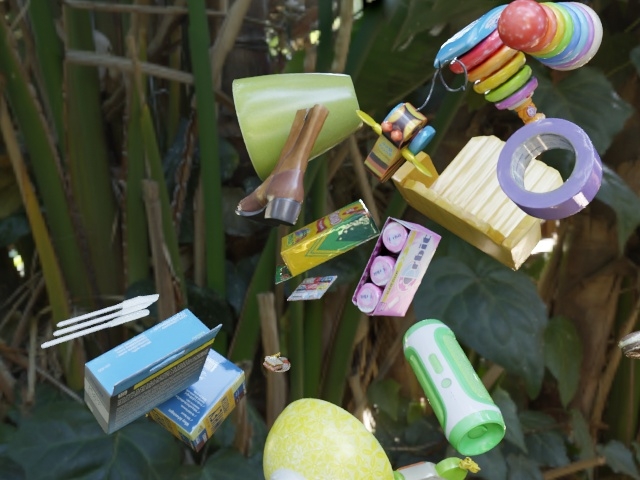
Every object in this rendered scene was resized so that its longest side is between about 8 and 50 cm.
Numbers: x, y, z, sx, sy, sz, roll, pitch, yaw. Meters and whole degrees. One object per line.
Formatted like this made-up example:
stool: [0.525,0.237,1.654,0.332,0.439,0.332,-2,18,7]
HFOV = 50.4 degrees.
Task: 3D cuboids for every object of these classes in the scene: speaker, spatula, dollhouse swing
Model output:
speaker: [0.280,0.308,1.461,0.131,0.131,0.296,-3,37,-17]
spatula: [-0.486,0.177,1.515,0.242,0.019,0.168,-18,17,-1]
dollhouse swing: [0.433,-0.151,1.743,0.347,0.305,0.315,36,-2,24]

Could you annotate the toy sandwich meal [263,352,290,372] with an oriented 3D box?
toy sandwich meal: [-0.129,0.360,2.013,0.086,0.029,0.085,8,24,-4]

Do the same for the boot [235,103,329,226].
boot: [-0.096,-0.178,1.582,0.096,0.280,0.264,18,-7,-21]

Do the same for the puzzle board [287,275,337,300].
puzzle board: [-0.025,0.131,1.889,0.128,0.011,0.096,-9,30,45]

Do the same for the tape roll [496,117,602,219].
tape roll: [0.455,-0.141,1.354,0.189,0.189,0.080,2,-14,35]

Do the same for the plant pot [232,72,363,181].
plant pot: [-0.046,-0.323,1.776,0.294,0.274,0.275,-14,5,5]

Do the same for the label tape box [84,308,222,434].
label tape box: [-0.356,0.256,1.415,0.241,0.106,0.333,-29,-18,-32]

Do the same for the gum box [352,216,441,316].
gum box: [0.143,0.058,1.304,0.062,0.188,0.107,32,14,38]

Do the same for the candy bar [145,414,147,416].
candy bar: [-0.501,0.402,1.795,0.018,0.161,0.040,-32,17,37]

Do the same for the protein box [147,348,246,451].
protein box: [-0.328,0.381,1.725,0.200,0.136,0.201,31,60,18]

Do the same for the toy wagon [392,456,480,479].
toy wagon: [0.246,0.632,1.679,0.267,0.344,0.068,30,21,-35]

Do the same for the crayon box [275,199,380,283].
crayon box: [0.000,0.000,1.927,0.319,0.081,0.202,-27,13,3]

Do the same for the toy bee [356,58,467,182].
toy bee: [0.152,-0.224,1.373,0.195,0.298,0.162,28,40,24]

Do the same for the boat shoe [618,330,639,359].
boat shoe: [0.767,0.242,1.447,0.257,0.095,0.095,0,-30,-9]

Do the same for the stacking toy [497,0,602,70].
stacking toy: [0.437,-0.407,1.334,0.141,0.141,0.330,3,12,37]

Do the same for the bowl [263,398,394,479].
bowl: [-0.016,0.476,1.334,0.289,0.289,0.156,3,23,37]

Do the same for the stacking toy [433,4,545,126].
stacking toy: [0.419,-0.357,1.532,0.175,0.302,0.166,-43,11,-22]
